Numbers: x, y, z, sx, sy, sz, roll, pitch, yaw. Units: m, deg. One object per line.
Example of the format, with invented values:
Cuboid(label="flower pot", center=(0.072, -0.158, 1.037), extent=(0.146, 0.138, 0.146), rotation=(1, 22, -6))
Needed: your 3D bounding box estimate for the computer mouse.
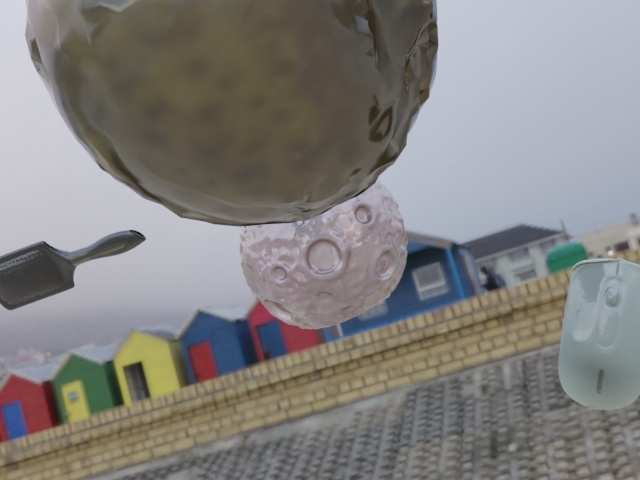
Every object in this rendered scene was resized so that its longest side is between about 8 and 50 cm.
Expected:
Cuboid(label="computer mouse", center=(0.408, 0.136, 1.301), extent=(0.128, 0.231, 0.079), rotation=(5, 19, 18))

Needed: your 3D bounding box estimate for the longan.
Cuboid(label="longan", center=(-0.073, -0.209, 0.843), extent=(0.391, 0.391, 0.391), rotation=(-16, -8, -2))

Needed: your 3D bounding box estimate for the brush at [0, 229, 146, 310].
Cuboid(label="brush", center=(-0.266, 0.023, 0.947), extent=(0.193, 0.063, 0.016), rotation=(-20, 28, 16))

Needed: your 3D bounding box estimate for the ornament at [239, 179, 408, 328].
Cuboid(label="ornament", center=(0.000, 0.000, 1.359), extent=(0.259, 0.225, 0.259), rotation=(-23, 8, 3))
